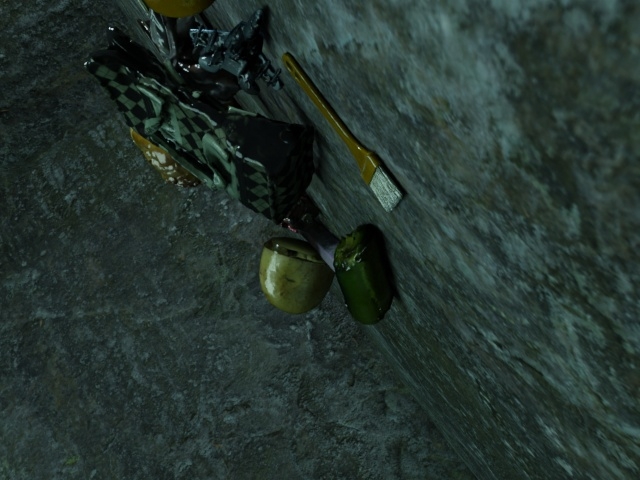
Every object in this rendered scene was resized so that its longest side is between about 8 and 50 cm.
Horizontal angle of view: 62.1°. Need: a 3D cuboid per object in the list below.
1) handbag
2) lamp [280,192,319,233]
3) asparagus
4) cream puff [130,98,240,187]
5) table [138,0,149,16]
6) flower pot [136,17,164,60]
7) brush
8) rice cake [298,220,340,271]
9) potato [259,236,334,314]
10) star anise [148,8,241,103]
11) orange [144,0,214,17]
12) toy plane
[{"bbox_3d":[-0.219,-0.216,1.017,0.416,0.180,0.317,32,172,5],"label":"handbag"},{"bbox_3d":[-0.102,-0.105,1.509,0.253,0.118,0.118,32,158,56],"label":"lamp"},{"bbox_3d":[0.084,0.066,1.133,0.128,0.108,0.382,52,172,30],"label":"asparagus"},{"bbox_3d":[-0.369,-0.293,1.518,0.342,0.327,0.231,-1,144,29],"label":"cream puff"},{"bbox_3d":[-0.441,-0.633,1.389,0.079,0.062,0.083,58,173,-35],"label":"table"},{"bbox_3d":[-0.446,-0.581,1.629,0.251,0.084,0.179,57,173,-34],"label":"flower pot"},{"bbox_3d":[0.026,-0.157,0.749,0.272,0.013,0.103,54,173,6],"label":"brush"},{"bbox_3d":[0.000,0.000,1.571,0.399,0.064,0.070,43,158,60],"label":"rice cake"},{"bbox_3d":[-0.072,0.114,1.624,0.243,0.242,0.285,52,-163,13],"label":"potato"},{"bbox_3d":[-0.307,-0.425,1.173,0.359,0.139,0.316,47,163,22],"label":"star anise"},{"bbox_3d":[-0.211,-0.385,0.739,0.157,0.134,0.157,60,167,25],"label":"orange"},{"bbox_3d":[-0.119,-0.289,0.811,0.169,0.078,0.246,27,178,-17],"label":"toy plane"}]
